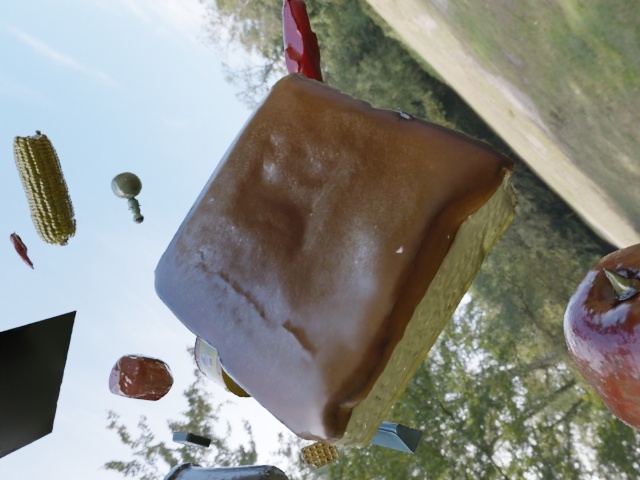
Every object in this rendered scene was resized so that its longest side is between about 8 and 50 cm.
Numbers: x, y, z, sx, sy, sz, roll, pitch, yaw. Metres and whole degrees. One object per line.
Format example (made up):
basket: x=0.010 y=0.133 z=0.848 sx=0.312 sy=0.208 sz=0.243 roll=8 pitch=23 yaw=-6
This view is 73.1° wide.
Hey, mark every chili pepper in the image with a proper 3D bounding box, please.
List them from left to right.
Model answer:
chili pepper: x=-1.007 y=0.037 z=1.458 sx=0.178 sy=0.027 sz=0.045 roll=49 pitch=165 yaw=15
chili pepper: x=-0.053 y=-0.503 z=1.226 sx=0.110 sy=0.110 sz=0.387 roll=-71 pitch=-27 yaw=-65

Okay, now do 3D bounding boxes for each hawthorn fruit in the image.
hawthorn fruit: x=0.668 y=0.169 z=0.833 sx=0.403 sy=0.403 sz=0.402 roll=37 pitch=-156 yaw=-19

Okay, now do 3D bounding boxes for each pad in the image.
pad: x=-0.699 y=0.349 z=0.982 sx=0.007 sy=0.367 sz=0.248 roll=24 pitch=-164 yaw=20

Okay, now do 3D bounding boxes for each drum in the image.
drum: x=-0.334 y=0.474 z=1.957 sx=0.214 sy=0.430 sz=0.431 roll=13 pitch=176 yaw=43

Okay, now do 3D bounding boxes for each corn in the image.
corn: x=-0.545 y=-0.097 z=0.860 sx=0.080 sy=0.237 sz=0.080 roll=-3 pitch=-157 yaw=1

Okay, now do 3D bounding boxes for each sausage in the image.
sausage: x=-0.233 y=0.180 z=0.571 sx=0.094 sy=0.059 sz=0.054 roll=51 pitch=-131 yaw=-61

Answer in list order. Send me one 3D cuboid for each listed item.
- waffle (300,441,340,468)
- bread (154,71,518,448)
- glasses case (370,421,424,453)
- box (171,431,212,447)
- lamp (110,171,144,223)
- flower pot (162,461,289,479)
waffle: x=-0.001 y=0.819 z=1.659 sx=0.021 sy=0.135 sz=0.092 roll=70 pitch=176 yaw=-75
bread: x=0.000 y=0.000 z=0.498 sx=0.324 sy=0.332 sz=0.143 roll=31 pitch=179 yaw=35
glasses case: x=0.121 y=0.485 z=1.102 sx=0.105 sy=0.266 sz=0.056 roll=29 pitch=-118 yaw=-32
box: x=-0.442 y=0.686 z=1.484 sx=0.126 sy=0.091 sz=0.031 roll=52 pitch=-143 yaw=-47
lamp: x=-0.590 y=-0.130 z=1.347 sx=0.091 sy=0.091 sz=0.163 roll=-23 pitch=-85 yaw=-66
flower pot: x=-0.189 y=0.677 z=1.024 sx=0.379 sy=0.251 sz=0.379 roll=-25 pitch=-90 yaw=-87
